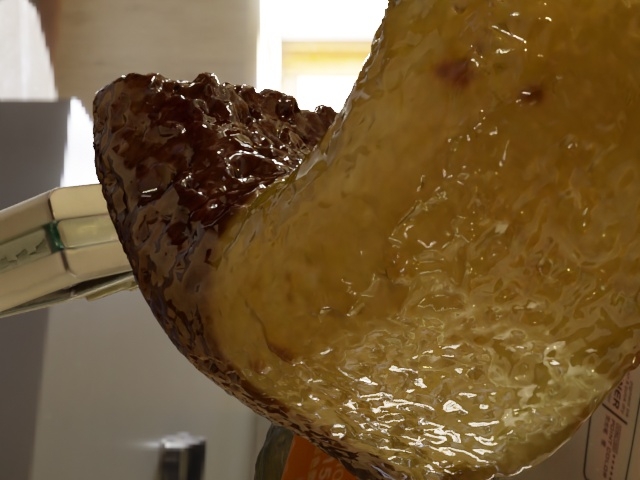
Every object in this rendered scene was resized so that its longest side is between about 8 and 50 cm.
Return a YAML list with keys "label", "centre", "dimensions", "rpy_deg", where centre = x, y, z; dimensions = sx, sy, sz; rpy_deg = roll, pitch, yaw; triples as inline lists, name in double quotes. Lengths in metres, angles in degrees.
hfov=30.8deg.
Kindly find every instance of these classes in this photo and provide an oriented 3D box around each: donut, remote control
- label: "donut"
  centre: [0.000, 0.000, 0.402]
  dimensions: [0.295, 0.112, 0.151]
  rpy_deg: [-6, -116, 52]
- label: "remote control"
  centre: [-0.112, 0.001, 0.701]
  dimensions: [0.277, 0.102, 0.056]
  rpy_deg: [-15, 86, -66]

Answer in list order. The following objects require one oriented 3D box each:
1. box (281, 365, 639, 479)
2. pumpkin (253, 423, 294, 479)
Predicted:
- label: "box"
  centre: [0.105, 0.086, 0.622]
  dimensions: [0.220, 0.091, 0.274]
  rpy_deg: [39, 52, -26]
- label: "pumpkin"
  centre: [0.069, 0.155, 0.891]
  dimensions: [0.260, 0.260, 0.189]
  rpy_deg: [67, 3, -81]
